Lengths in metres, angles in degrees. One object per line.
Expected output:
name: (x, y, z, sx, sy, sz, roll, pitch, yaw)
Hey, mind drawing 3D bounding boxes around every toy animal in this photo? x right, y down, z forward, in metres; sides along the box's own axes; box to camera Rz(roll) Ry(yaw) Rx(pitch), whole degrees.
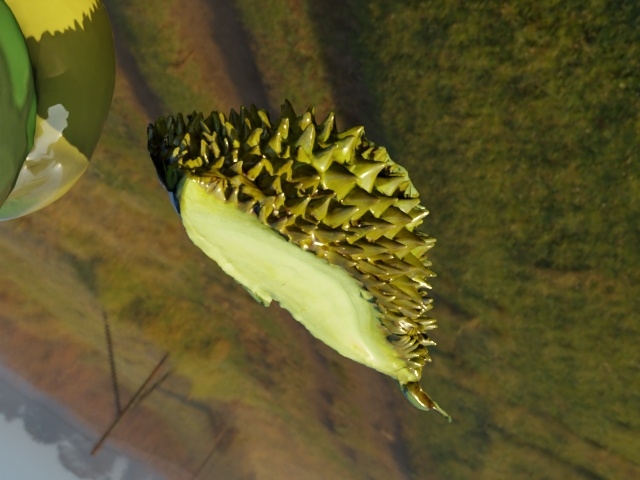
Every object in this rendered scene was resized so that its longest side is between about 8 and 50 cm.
toy animal: (-0.212, -0.091, 0.504, 0.191, 0.216, 0.338, 18, -155, -8)

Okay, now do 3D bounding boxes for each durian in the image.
durian: (0.006, -0.007, 0.488, 0.220, 0.095, 0.137, 50, -171, -38)
